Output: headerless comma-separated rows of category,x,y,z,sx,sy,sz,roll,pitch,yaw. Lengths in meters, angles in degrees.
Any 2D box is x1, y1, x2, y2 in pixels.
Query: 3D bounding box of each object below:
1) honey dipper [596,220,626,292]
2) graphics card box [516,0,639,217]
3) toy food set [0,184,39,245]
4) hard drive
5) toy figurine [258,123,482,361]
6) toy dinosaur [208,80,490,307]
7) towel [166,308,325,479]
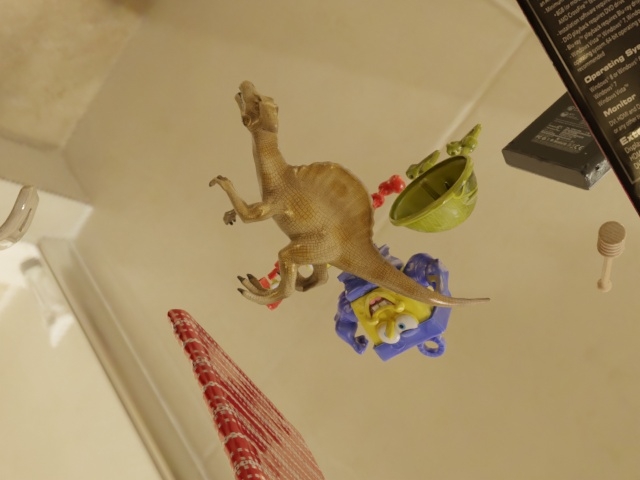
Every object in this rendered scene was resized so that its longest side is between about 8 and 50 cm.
honey dipper,0.329,0.024,1.197,0.030,0.030,0.160,-36,153,-4
graphics card box,0.217,-0.081,0.580,0.094,0.371,0.233,-34,167,28
toy food set,-0.400,-0.045,0.899,0.306,0.220,0.092,5,87,-14
hard drive,0.232,-0.101,0.887,0.135,0.094,0.022,-41,126,-18
toy figurine,0.116,0.045,1.348,0.362,0.217,0.191,-31,-168,33
toy dinosaur,0.000,0.000,0.577,0.092,0.183,0.053,-40,-171,34
towel,-0.030,0.181,0.789,0.031,0.275,0.199,-37,124,0
